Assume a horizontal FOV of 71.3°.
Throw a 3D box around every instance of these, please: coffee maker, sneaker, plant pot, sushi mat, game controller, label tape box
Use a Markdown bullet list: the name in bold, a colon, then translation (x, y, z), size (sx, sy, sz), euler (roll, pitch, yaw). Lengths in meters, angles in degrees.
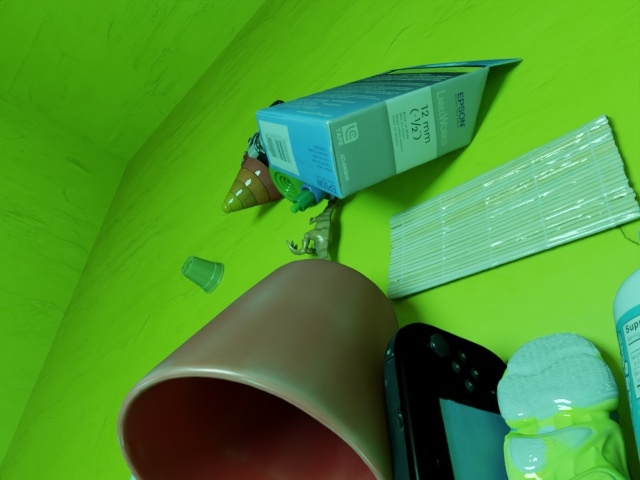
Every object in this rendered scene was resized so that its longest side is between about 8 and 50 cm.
- **coffee maker**: translation (-0.070, -0.198, 0.977), size (0.120, 0.171, 0.178), euler (-42, 7, -17)
- **sneaker**: translation (0.200, 0.184, 0.351), size (0.091, 0.126, 0.240), euler (-17, 19, 33)
- **plant pot**: translation (-0.292, 0.075, 1.087), size (0.083, 0.079, 0.083), euler (-32, 40, 32)
- **sushi mat**: translation (0.211, -0.030, 0.570), size (0.316, 0.019, 0.151), euler (-27, 45, 39)
- **plant pot**: translation (-0.027, 0.161, 0.485), size (0.275, 0.275, 0.243), euler (-34, 12, 32)
- **game controller**: translation (0.130, 0.218, 0.335), size (0.067, 0.166, 0.319), euler (-52, 29, 43)
- **label tape box**: translation (0.105, -0.199, 0.721), size (0.348, 0.115, 0.249), euler (-22, 27, -22)

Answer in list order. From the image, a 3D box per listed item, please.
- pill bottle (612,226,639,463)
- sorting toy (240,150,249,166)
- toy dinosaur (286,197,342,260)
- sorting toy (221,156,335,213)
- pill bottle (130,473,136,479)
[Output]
- **pill bottle**: translation (0.271, 0.098, 0.267), size (0.146, 0.146, 0.264), euler (-21, 47, 43)
- **sorting toy**: translation (-0.170, -0.224, 1.205), size (0.274, 0.046, 0.132), euler (-47, 34, 17)
- **toy dinosaur**: translation (0.000, 0.000, 0.781), size (0.112, 0.064, 0.211), euler (-31, 42, 34)
- **sorting toy**: translation (-0.103, -0.092, 0.900), size (0.126, 0.127, 0.365), euler (-43, 27, -22)
- **pill bottle**: translation (-0.267, 0.340, 0.805), size (0.112, 0.112, 0.186), euler (-20, 48, 44)
